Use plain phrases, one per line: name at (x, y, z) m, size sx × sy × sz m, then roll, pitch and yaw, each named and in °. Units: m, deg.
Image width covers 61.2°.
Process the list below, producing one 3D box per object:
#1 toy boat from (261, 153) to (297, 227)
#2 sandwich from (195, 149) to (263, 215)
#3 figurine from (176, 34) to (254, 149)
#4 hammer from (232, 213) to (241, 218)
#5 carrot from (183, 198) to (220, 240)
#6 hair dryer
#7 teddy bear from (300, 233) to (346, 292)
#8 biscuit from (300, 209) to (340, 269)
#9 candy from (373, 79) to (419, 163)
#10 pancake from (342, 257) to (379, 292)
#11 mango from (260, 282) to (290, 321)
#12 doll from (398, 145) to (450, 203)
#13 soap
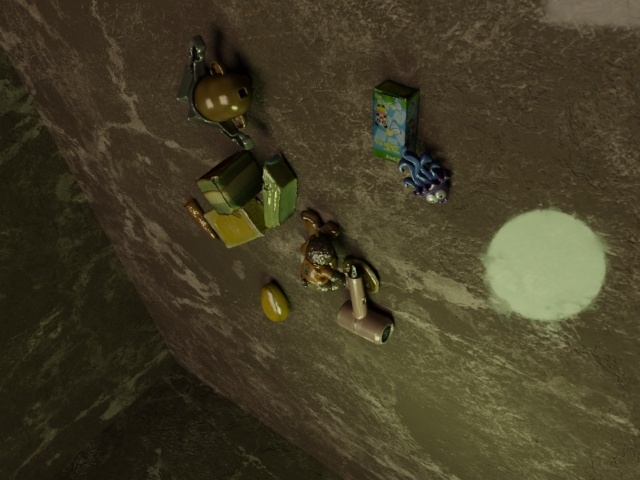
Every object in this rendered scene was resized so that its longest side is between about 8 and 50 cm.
toy boat at (-0.137, -0.150, 1.807) m, size 0.084 × 0.111 × 0.276 m, roll 26°, pitch 139°, yaw 21°
sandwich at (-0.285, -0.202, 1.838) m, size 0.155 × 0.198 × 0.227 m, roll 57°, pitch 160°, yaw -18°
figurine at (-0.313, -0.437, 1.651) m, size 0.342 × 0.167 × 0.285 m, roll 42°, pitch 163°, yaw -32°
hammer at (-0.340, -0.104, 2.024) m, size 0.110 × 0.019 × 0.035 m, roll 24°, pitch 141°, yaw 24°
carrot at (-0.517, -0.079, 2.388) m, size 0.057 × 0.057 × 0.224 m, roll -2°, pitch 127°, yaw 50°
hair dryer at (0.142, 0.210, 1.861) m, size 0.189 × 0.107 × 0.344 m, roll 23°, pitch 144°, yaw 33°
teddy bear at (-0.004, 0.077, 1.798) m, size 0.177 × 0.140 × 0.190 m, roll 34°, pitch 128°, yaw 48°
biscuit at (-0.001, -0.001, 1.869) m, size 0.164 × 0.047 × 0.208 m, roll 32°, pitch 145°, yaw 24°
candy at (0.182, -0.286, 1.332) m, size 0.097 × 0.062 × 0.195 m, roll 26°, pitch 142°, yaw 28°
pancake at (0.138, 0.123, 1.860) m, size 0.158 × 0.028 × 0.158 m, roll 33°, pitch 147°, yaw 24°
mango at (-0.198, 0.265, 2.347) m, size 0.137 × 0.098 × 0.195 m, roll 23°, pitch 133°, yaw 37°
doll at (0.258, -0.159, 1.353) m, size 0.110 × 0.067 × 0.206 m, roll -29°, pitch 123°, yaw 30°
soap at (-0.323, -0.083, 2.119) m, size 0.315 × 0.091 × 0.199 m, roll -16°, pitch 111°, yaw 54°
